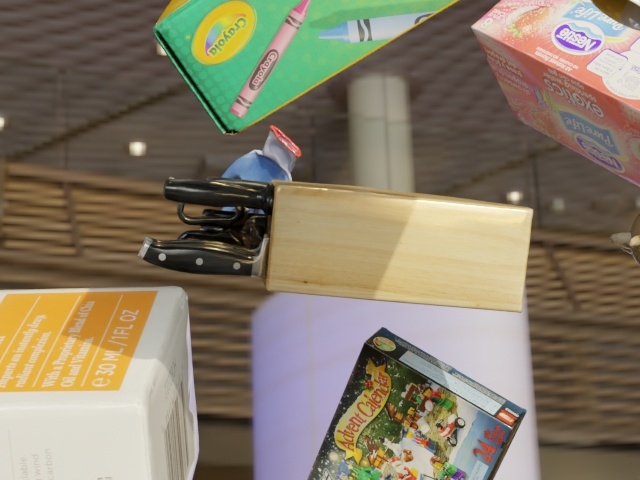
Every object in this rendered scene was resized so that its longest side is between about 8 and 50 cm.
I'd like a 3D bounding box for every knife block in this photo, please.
[{"bbox_3d":[0.000,0.000,1.264,0.275,0.088,0.242,10,7,41],"label":"knife block"}]

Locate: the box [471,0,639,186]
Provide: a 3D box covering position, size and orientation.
[{"bbox_3d":[0.307,-0.158,1.485,0.300,0.154,0.142,37,-15,49],"label":"box"}]

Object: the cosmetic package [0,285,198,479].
[{"bbox_3d":[-0.332,0.149,1.166,0.453,0.161,0.230,-2,19,3],"label":"cosmetic package"}]

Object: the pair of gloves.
[{"bbox_3d":[-0.028,-0.030,1.773,0.023,0.198,0.159,-39,-12,-46],"label":"pair of gloves"}]

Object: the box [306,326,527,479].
[{"bbox_3d":[0.079,0.220,1.476,0.159,0.233,0.044,29,29,15],"label":"box"}]

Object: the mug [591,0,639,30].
[{"bbox_3d":[0.249,-0.212,1.229,0.078,0.064,0.062,29,-5,4],"label":"mug"}]

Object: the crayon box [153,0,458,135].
[{"bbox_3d":[0.049,-0.184,0.890,0.278,0.165,0.081,-29,-72,20],"label":"crayon box"}]

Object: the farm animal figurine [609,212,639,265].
[{"bbox_3d":[0.342,0.036,1.301,0.172,0.327,0.330,-12,-38,31],"label":"farm animal figurine"}]
